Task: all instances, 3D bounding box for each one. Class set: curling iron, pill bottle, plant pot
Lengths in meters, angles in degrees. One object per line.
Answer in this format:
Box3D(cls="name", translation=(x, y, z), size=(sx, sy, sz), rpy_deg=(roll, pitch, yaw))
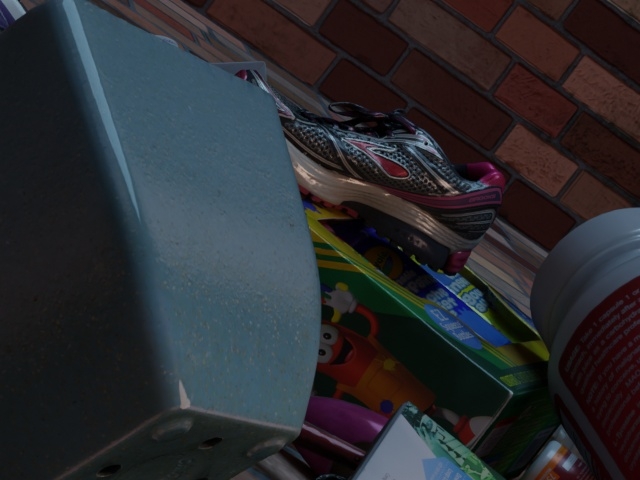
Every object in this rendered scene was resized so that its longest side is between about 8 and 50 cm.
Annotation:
Box3D(cls="curling iron", translation=(-0.055, 0.149, 1.489), size=(0.274, 0.035, 0.068), rpy_deg=(33, 53, 0))
Box3D(cls="pill bottle", translation=(0.339, 0.152, 1.625), size=(0.229, 0.229, 0.407), rpy_deg=(30, 19, -34))
Box3D(cls="plant pot", translation=(-0.143, 0.042, 1.173), size=(0.247, 0.248, 0.252), rpy_deg=(22, 40, -56))
Box3D(cls="pill bottle", translation=(0.272, 0.283, 1.899), size=(0.152, 0.086, 0.086), rpy_deg=(38, 10, 9))

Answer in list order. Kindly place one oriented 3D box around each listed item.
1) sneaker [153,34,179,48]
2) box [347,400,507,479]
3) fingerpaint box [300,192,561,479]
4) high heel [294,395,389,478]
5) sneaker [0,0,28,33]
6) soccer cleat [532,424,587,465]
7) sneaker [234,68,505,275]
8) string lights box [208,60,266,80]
Box3D(cls="sneaker", translation=(-0.196, -0.145, 2.027), size=(0.114, 0.152, 0.305), rpy_deg=(2, 11, -7))
Box3D(cls="box", translation=(0.145, 0.280, 1.390), size=(0.322, 0.058, 0.232), rpy_deg=(40, 26, 2))
Box3D(cls="fingerpaint box", translation=(0.058, 0.082, 1.856), size=(0.371, 0.163, 0.445), rpy_deg=(39, 10, 16))
Box3D(cls="high heel", translation=(0.057, 0.221, 1.526), size=(0.244, 0.082, 0.117), rpy_deg=(42, 20, 6))
Box3D(cls="sneaker", translation=(-0.314, -0.141, 1.880), size=(0.283, 0.107, 0.124), rpy_deg=(46, 40, 11))
Box3D(cls="soccer cleat", translation=(0.309, 0.247, 2.121), size=(0.331, 0.116, 0.143), rpy_deg=(24, 46, 2))
Box3D(cls="sneaker", translation=(0.039, -0.085, 1.775), size=(0.299, 0.112, 0.121), rpy_deg=(29, 13, -23))
Box3D(cls="string lights box", translation=(-0.100, -0.111, 2.055), size=(0.077, 0.133, 0.259), rpy_deg=(-3, -4, -4))
